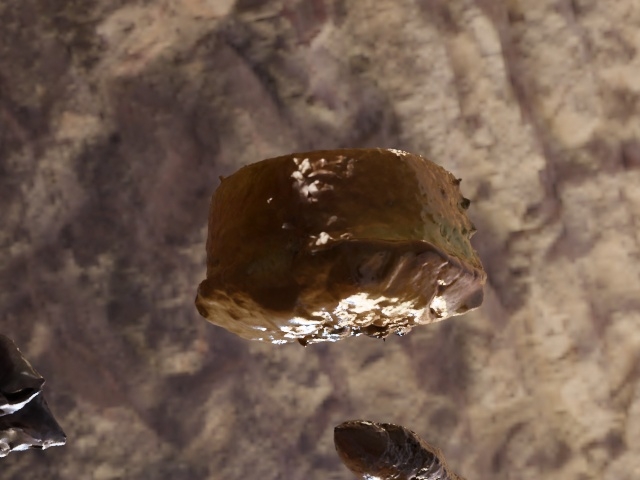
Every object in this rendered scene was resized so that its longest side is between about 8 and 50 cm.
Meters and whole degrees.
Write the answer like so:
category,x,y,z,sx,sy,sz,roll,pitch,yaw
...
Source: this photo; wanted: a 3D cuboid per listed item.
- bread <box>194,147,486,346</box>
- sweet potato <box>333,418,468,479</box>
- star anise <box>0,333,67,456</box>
category,x,y,z,sx,sy,sz,roll,pitch,yaw
bread,0.000,0.000,1.034,0.139,0.228,0.143,42,-140,-62
sweet potato,0.076,0.192,1.130,0.206,0.068,0.060,35,-133,-50
star anise,-0.426,0.132,1.497,0.118,0.331,0.332,-52,-48,-34
